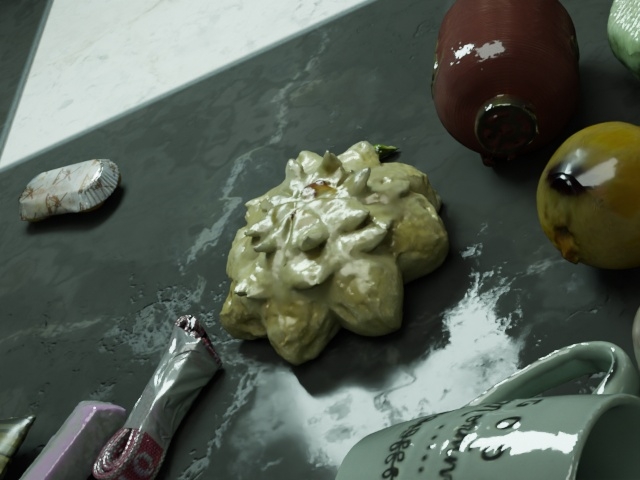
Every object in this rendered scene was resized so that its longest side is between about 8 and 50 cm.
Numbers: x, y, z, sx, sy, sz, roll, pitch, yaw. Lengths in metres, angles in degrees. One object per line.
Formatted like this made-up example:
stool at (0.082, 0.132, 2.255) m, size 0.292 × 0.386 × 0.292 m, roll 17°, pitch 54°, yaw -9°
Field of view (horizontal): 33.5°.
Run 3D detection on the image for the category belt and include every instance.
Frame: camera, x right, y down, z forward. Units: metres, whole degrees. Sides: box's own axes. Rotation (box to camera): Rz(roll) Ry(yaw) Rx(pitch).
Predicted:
belt at (-0.175, 0.183, 1.189) m, size 0.071 × 0.053 × 0.232 m, roll -14°, pitch 37°, yaw 39°

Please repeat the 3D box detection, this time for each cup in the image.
cup at (0.151, 0.186, 0.833) m, size 0.234 × 0.186 × 0.258 m, roll -7°, pitch 40°, yaw 43°

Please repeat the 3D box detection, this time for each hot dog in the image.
hot dog at (-0.391, -0.077, 1.660) m, size 0.191 × 0.059 × 0.108 m, roll -6°, pitch 44°, yaw 33°

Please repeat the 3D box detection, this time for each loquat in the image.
loquat at (0.287, -0.044, 1.043) m, size 0.163 × 0.137 × 0.163 m, roll -34°, pitch 17°, yaw 12°

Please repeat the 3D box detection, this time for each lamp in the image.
lamp at (0.219, -0.201, 1.266) m, size 0.180 × 0.180 × 0.258 m, roll -15°, pitch 37°, yaw 23°

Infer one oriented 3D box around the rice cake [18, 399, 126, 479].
rice cake at (-0.331, 0.315, 1.135) m, size 0.073 × 0.056 × 0.365 m, roll -8°, pitch 40°, yaw 54°

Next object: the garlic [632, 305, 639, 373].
garlic at (0.343, 0.077, 0.858) m, size 0.194 × 0.131 × 0.127 m, roll -24°, pitch 65°, yaw 13°

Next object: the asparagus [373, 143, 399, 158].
asparagus at (0.051, -0.104, 1.390) m, size 0.108 × 0.021 × 0.025 m, roll -24°, pitch 35°, yaw 11°

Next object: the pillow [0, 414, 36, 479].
pillow at (-0.454, 0.301, 1.255) m, size 0.208 × 0.052 × 0.212 m, roll -11°, pitch 38°, yaw 31°

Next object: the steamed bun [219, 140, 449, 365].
steamed bun at (0.000, 0.000, 1.210) m, size 0.296 × 0.137 × 0.292 m, roll -28°, pitch 38°, yaw 2°

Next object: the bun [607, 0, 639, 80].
bun at (0.431, -0.264, 1.208) m, size 0.204 × 0.127 × 0.212 m, roll -46°, pitch 22°, yaw 26°
